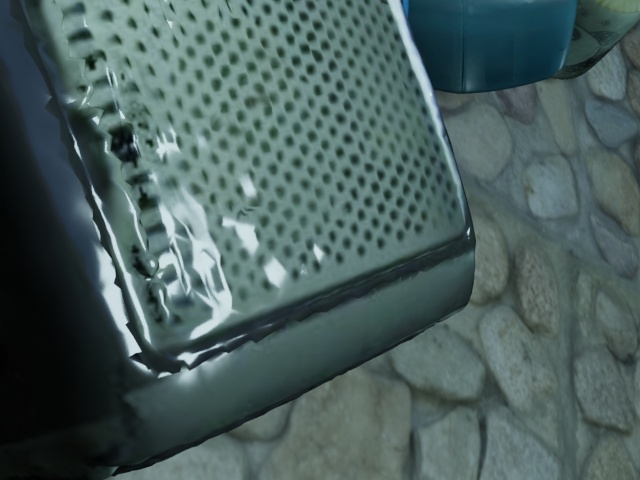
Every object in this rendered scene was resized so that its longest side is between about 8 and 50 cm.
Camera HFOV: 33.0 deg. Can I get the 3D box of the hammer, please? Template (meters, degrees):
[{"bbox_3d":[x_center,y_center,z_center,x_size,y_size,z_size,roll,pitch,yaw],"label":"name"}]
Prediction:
[{"bbox_3d":[0.231,-0.334,1.201,0.113,0.202,0.305,-35,83,-23],"label":"hammer"}]

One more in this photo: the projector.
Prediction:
[{"bbox_3d":[-0.182,-0.084,0.502,0.242,0.395,0.405,-19,89,-49],"label":"projector"}]

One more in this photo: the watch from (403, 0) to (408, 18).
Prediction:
[{"bbox_3d":[-0.072,-0.115,0.758,0.274,0.241,0.305,-3,114,-52],"label":"watch"}]

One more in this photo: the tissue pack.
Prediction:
[{"bbox_3d":[0.132,-0.293,1.036,0.198,0.206,0.287,69,22,-69],"label":"tissue pack"}]
